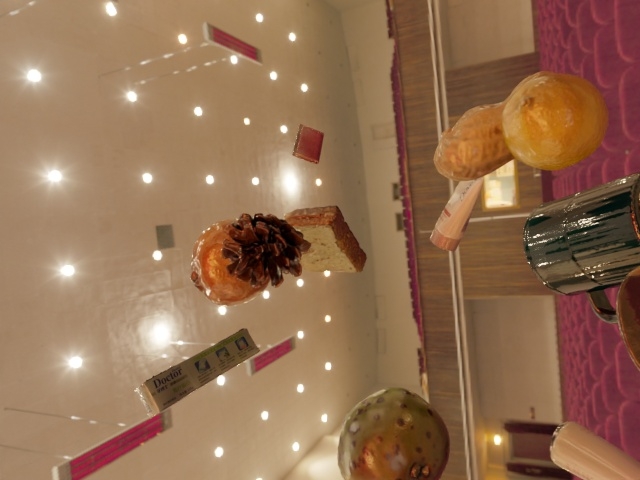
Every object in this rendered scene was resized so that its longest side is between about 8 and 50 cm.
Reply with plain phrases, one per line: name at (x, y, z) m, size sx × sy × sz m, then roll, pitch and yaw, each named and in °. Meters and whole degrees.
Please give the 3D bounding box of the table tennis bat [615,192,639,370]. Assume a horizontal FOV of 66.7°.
table tennis bat at (0.458, 0.058, 0.618) m, size 0.021 × 0.154 × 0.274 m, roll 32°, pitch -129°, yaw -57°

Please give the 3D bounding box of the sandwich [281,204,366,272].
sandwich at (-0.001, 0.001, 1.707) m, size 0.273 × 0.249 × 0.095 m, roll 58°, pitch -137°, yaw -39°

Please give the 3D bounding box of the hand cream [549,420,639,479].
hand cream at (0.717, 0.551, 1.114) m, size 0.186 × 0.359 × 0.118 m, roll 29°, pitch -95°, yaw -41°

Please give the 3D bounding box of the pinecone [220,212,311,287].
pinecone at (-0.148, 0.029, 1.262) m, size 0.201 × 0.229 × 0.202 m, roll -86°, pitch 21°, yaw -66°

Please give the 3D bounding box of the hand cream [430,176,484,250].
hand cream at (0.391, -0.092, 1.361) m, size 0.133 × 0.083 × 0.247 m, roll -92°, pitch 19°, yaw -67°

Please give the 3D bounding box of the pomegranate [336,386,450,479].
pomegranate at (0.133, 0.428, 1.014) m, size 0.286 × 0.231 × 0.230 m, roll 128°, pitch 152°, yaw -64°

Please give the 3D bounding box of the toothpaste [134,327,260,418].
toothpaste at (-0.305, 0.330, 1.253) m, size 0.337 × 0.067 × 0.081 m, roll -22°, pitch -103°, yaw -50°

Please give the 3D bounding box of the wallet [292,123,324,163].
wallet at (-0.050, -0.419, 2.100) m, size 0.232 × 0.119 × 0.025 m, roll -82°, pitch 13°, yaw -46°

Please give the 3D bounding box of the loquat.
loquat at (-0.329, 0.081, 1.816) m, size 0.328 × 0.329 × 0.328 m, roll 15°, pitch -107°, yaw -63°

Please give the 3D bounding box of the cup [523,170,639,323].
cup at (0.653, 0.016, 1.087) m, size 0.242 × 0.292 × 0.307 m, roll 14°, pitch -108°, yaw -17°

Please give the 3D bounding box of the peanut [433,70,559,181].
peanut at (0.402, -0.249, 1.082) m, size 0.153 × 0.325 × 0.140 m, roll 56°, pitch -165°, yaw 13°

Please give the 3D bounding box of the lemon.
lemon at (0.433, -0.223, 0.910) m, size 0.203 × 0.178 × 0.178 m, roll 15°, pitch -109°, yaw -37°
